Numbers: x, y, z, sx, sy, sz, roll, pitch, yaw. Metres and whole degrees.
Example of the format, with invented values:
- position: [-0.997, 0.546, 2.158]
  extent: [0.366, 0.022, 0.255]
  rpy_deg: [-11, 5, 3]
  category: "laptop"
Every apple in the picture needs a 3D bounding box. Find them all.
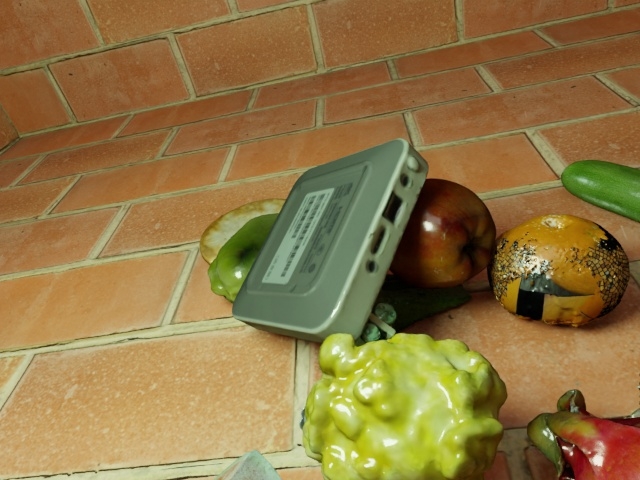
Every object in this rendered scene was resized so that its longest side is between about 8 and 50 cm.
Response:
- position: [0.215, -0.012, 0.928]
  extent: [0.234, 0.233, 0.234]
  rpy_deg: [-10, 35, 7]
  category: "apple"

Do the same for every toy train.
- position: [0.071, 0.177, 0.833]
  extent: [0.081, 0.194, 0.125]
  rpy_deg: [36, 52, 9]
  category: "toy train"

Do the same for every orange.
- position: [0.428, 0.049, 0.894]
  extent: [0.235, 0.182, 0.234]
  rpy_deg: [-14, 22, 6]
  category: "orange"

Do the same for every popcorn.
- position: [0.106, 0.239, 0.659]
  extent: [0.250, 0.241, 0.235]
  rpy_deg: [9, 21, 11]
  category: "popcorn"

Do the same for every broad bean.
- position: [-0.130, 0.039, 1.152]
  extent: [0.238, 0.119, 0.291]
  rpy_deg: [14, 45, 31]
  category: "broad bean"

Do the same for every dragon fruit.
- position: [0.373, 0.295, 0.538]
  extent: [0.228, 0.307, 0.243]
  rpy_deg: [-9, 75, -16]
  category: "dragon fruit"

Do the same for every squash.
- position: [0.688, -0.094, 1.050]
  extent: [0.107, 0.107, 0.395]
  rpy_deg: [-27, 37, -17]
  category: "squash"

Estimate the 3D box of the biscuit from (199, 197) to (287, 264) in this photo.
- position: [-0.203, -0.036, 1.354]
  extent: [0.309, 0.040, 0.205]
  rpy_deg: [-31, 38, -22]
  category: "biscuit"

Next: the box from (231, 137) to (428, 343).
- position: [0.000, 0.000, 0.901]
  extent: [0.373, 0.090, 0.367]
  rpy_deg: [-8, 53, 57]
  category: "box"

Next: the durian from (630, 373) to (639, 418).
- position: [0.508, 0.223, 0.685]
  extent: [0.189, 0.091, 0.148]
  rpy_deg: [-14, 54, -15]
  category: "durian"

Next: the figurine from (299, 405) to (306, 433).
- position: [0.020, 0.291, 0.780]
  extent: [0.082, 0.094, 0.086]
  rpy_deg: [12, -8, -24]
  category: "figurine"

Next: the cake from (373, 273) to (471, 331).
- position: [0.182, 0.103, 0.970]
  extent: [0.236, 0.099, 0.100]
  rpy_deg: [-19, 37, -7]
  category: "cake"

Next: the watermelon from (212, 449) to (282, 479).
- position: [-0.140, 0.446, 0.600]
  extent: [0.322, 0.188, 0.175]
  rpy_deg: [-42, -2, -23]
  category: "watermelon"
